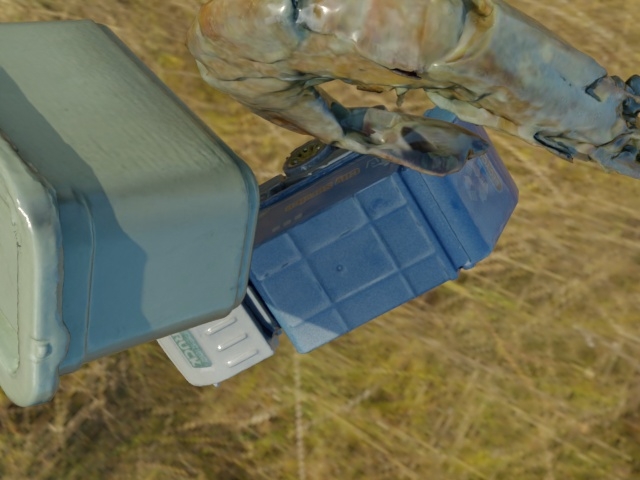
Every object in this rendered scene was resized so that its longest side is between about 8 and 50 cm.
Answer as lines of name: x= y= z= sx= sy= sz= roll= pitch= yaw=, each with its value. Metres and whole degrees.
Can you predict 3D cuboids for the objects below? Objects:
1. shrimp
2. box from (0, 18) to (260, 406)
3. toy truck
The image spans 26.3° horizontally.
shrimp: x=0.081 y=-0.094 z=0.919 sx=0.360 sy=0.247 sz=0.085 roll=14 pitch=73 yaw=-20
box: x=-0.185 y=-0.044 z=0.971 sx=0.183 sy=0.312 sz=0.175 roll=-13 pitch=129 yaw=-31
toy truck: x=0.000 y=0.000 z=1.283 sx=0.367 sy=0.175 sz=0.146 roll=-29 pitch=109 yaw=12
